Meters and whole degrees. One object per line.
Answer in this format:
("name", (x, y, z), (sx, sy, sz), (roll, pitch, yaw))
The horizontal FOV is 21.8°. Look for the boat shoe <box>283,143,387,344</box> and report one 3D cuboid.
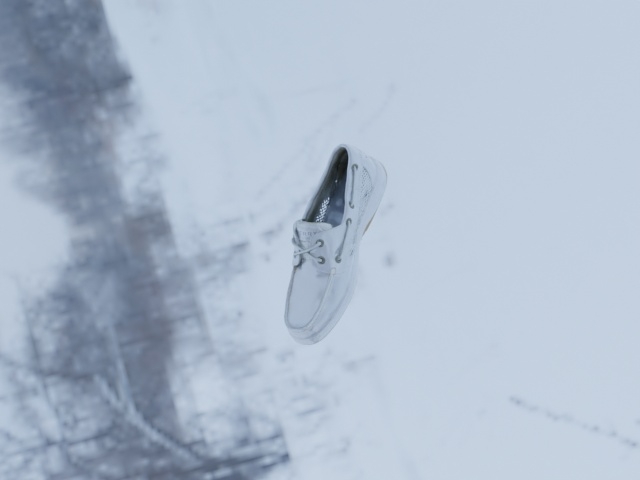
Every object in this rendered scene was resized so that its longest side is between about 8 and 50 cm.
("boat shoe", (0.000, 0.000, 2.227), (0.096, 0.098, 0.277), (34, -112, -47))
